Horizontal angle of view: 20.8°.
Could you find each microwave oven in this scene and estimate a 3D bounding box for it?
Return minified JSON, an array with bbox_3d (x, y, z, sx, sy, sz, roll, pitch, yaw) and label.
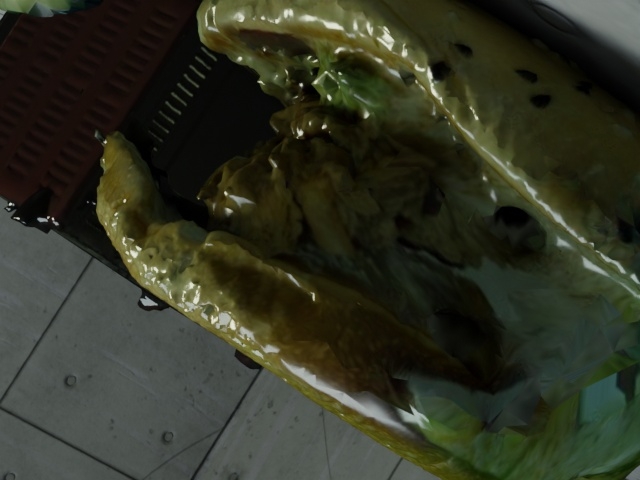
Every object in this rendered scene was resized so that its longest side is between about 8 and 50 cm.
[{"bbox_3d":[-0.109,-0.054,1.169,0.188,0.178,0.247,25,171,42],"label":"microwave oven"}]

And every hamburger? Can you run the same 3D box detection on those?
[{"bbox_3d":[0.061,0.007,0.710,0.288,0.168,0.192,34,176,-18],"label":"hamburger"}]

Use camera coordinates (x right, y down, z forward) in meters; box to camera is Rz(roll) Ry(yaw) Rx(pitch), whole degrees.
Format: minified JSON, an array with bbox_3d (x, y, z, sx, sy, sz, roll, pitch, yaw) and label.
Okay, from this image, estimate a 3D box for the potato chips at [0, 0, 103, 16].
[{"bbox_3d":[-0.198,-0.197,0.565,0.358,0.070,0.429,41,156,-29],"label":"potato chips"}]
